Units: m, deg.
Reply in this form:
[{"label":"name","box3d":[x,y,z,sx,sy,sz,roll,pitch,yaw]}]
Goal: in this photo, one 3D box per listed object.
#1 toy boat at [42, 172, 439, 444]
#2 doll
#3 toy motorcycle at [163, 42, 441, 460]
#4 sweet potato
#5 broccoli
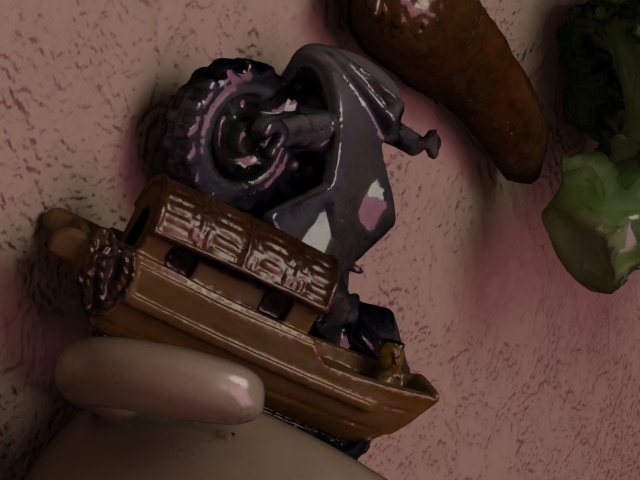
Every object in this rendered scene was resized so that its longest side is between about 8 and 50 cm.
[{"label":"toy boat","box3d":[-0.037,0.034,0.988,0.226,0.068,0.088,25,98,-19]},{"label":"doll","box3d":[-0.075,0.236,0.958,0.226,0.215,0.370,12,88,-44]},{"label":"toy motorcycle","box3d":[0.000,0.000,1.097,0.159,0.106,0.270,-43,128,-33]},{"label":"sweet potato","box3d":[0.088,-0.112,1.224,0.273,0.075,0.075,39,67,-57]},{"label":"broccoli","box3d":[0.262,-0.069,1.331,0.270,0.270,0.270,-42,133,-22]}]
